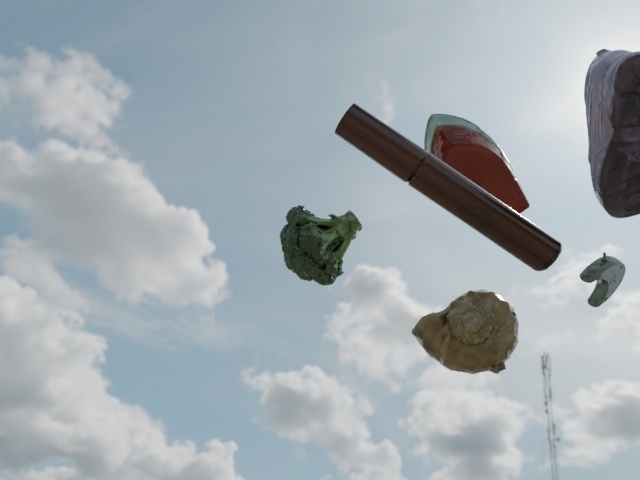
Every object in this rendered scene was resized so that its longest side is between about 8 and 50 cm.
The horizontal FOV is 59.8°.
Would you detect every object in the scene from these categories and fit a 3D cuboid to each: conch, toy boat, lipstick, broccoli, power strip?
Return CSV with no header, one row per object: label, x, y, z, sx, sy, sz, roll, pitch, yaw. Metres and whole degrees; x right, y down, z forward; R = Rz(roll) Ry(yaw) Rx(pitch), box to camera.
conch,0.376,0.256,1.433,0.263,0.186,0.324,-9,-35,16
toy boat,0.334,-0.164,1.239,0.145,0.133,0.332,-38,-49,18
lipstick,0.180,-0.075,0.794,0.357,0.057,0.057,36,-43,4
broccoli,0.000,0.000,1.745,0.270,0.270,0.270,-34,-55,1
power strip,0.818,0.104,1.613,0.137,0.044,0.216,-41,-44,0

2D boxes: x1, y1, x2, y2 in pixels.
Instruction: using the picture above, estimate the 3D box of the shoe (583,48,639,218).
shoe,0.423,-0.154,0.791,0.095,0.137,0.245,-8,-60,10
